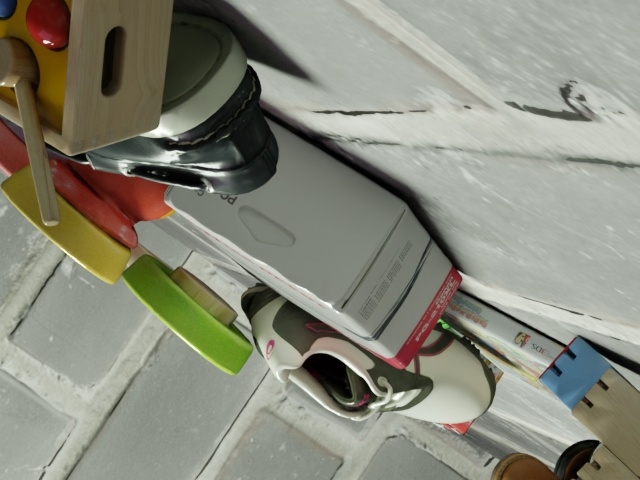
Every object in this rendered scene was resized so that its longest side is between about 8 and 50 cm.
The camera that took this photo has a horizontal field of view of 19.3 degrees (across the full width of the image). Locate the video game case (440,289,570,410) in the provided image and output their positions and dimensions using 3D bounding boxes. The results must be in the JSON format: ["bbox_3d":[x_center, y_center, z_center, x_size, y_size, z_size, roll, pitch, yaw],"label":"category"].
[{"bbox_3d":[0.203,0.117,1.729,0.206,0.026,0.227,28,172,41],"label":"video game case"}]

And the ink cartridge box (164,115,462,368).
[{"bbox_3d":[0.000,0.000,1.491,0.172,0.100,0.237,32,175,19],"label":"ink cartridge box"}]

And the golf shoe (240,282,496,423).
[{"bbox_3d":[0.046,0.122,1.685,0.273,0.105,0.120,25,-146,-28],"label":"golf shoe"}]

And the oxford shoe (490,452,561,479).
[{"bbox_3d":[0.207,0.258,1.479,0.212,0.076,0.076,59,157,-2],"label":"oxford shoe"}]

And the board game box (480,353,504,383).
[{"bbox_3d":[0.113,0.101,2.009,0.147,0.045,0.193,31,174,20],"label":"board game box"}]

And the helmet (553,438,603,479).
[{"bbox_3d":[0.262,0.262,1.692,0.169,0.161,0.169,24,168,6],"label":"helmet"}]

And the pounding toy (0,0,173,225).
[{"bbox_3d":[-0.157,-0.106,1.110,0.130,0.141,0.100,30,-145,33],"label":"pounding toy"}]

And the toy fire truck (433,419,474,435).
[{"bbox_3d":[0.095,0.149,2.034,0.135,0.047,0.192,35,174,-7],"label":"toy fire truck"}]

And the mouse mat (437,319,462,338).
[{"bbox_3d":[0.055,0.082,1.842,0.190,0.007,0.153,-11,151,31],"label":"mouse mat"}]

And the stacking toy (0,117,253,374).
[{"bbox_3d":[-0.150,-0.037,1.627,0.279,0.130,0.309,41,-179,-29],"label":"stacking toy"}]

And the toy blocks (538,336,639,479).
[{"bbox_3d":[0.308,0.228,1.496,0.381,0.190,0.261,39,-176,-37],"label":"toy blocks"}]

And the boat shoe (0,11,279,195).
[{"bbox_3d":[-0.140,-0.101,1.300,0.340,0.127,0.113,13,149,49],"label":"boat shoe"}]
